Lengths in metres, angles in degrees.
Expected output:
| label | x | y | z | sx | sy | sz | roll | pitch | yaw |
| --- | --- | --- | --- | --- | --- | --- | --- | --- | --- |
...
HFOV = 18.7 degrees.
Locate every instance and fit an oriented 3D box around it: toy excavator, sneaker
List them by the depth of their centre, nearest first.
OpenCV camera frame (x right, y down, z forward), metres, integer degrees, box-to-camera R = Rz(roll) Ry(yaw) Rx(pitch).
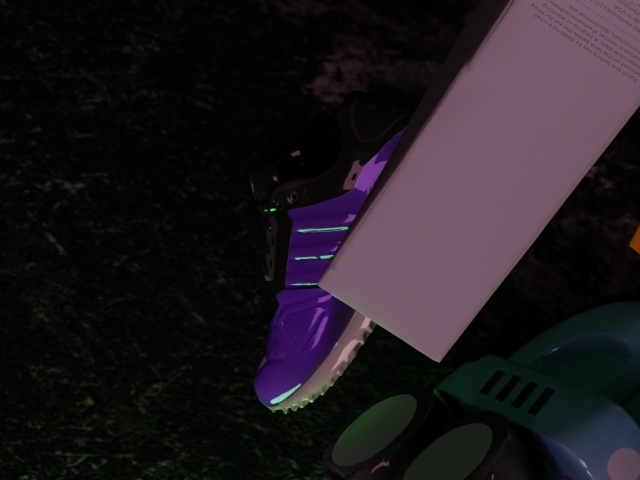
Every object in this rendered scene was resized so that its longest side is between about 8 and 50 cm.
| label | x | y | z | sx | sy | sz | roll | pitch | yaw |
| --- | --- | --- | --- | --- | --- | --- | --- | --- | --- |
| toy excavator | 0.277 | 0.128 | 1.423 | 0.222 | 0.445 | 0.433 | 52 | 167 | -17 |
| sneaker | 0.000 | -0.001 | 1.509 | 0.146 | 0.102 | 0.293 | 34 | 122 | 1 |

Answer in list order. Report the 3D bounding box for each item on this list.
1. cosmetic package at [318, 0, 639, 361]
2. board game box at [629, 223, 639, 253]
| label | x | y | z | sx | sy | sz | roll | pitch | yaw |
| --- | --- | --- | --- | --- | --- | --- | --- | --- | --- |
| cosmetic package | 0.152 | -0.139 | 1.184 | 0.097 | 0.377 | 0.284 | 35 | 127 | -3 |
| board game box | 0.464 | -0.069 | 1.055 | 0.356 | 0.356 | 0.356 | 42 | 131 | 24 |
